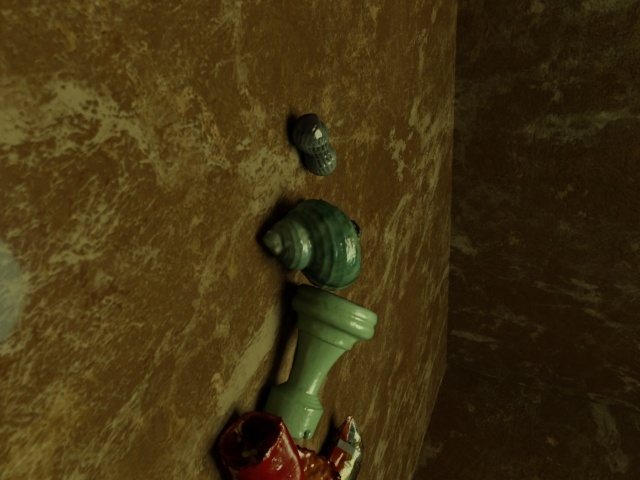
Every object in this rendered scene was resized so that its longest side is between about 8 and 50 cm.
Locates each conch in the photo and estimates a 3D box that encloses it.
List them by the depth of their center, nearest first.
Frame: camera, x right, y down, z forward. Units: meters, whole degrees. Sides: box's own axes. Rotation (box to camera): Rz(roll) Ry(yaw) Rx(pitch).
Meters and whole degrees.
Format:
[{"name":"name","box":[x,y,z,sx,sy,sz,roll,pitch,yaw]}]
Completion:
[{"name":"conch","box":[0.000,0.000,1.020,0.277,0.220,0.195,-6,149,-43]}]

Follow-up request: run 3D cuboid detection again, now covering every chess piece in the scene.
[{"name":"chess piece","box":[-0.016,0.261,1.083,0.298,0.195,0.194,-67,155,-8]}]

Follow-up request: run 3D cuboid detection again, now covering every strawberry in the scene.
[{"name":"strawberry","box":[-0.067,0.586,1.140,0.233,0.234,0.178,-64,-177,-33]}]

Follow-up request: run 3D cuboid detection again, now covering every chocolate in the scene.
[{"name":"chocolate","box":[-0.011,-0.193,1.027,0.167,0.072,0.072,61,44,-59]}]

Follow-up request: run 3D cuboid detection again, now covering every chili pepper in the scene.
[{"name":"chili pepper","box":[-0.090,0.486,1.003,0.134,0.131,0.338,-60,139,-47]}]

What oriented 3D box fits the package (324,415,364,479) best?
[{"name":"package","box":[0.073,0.677,1.529,0.288,0.109,0.223,73,37,-52]}]
